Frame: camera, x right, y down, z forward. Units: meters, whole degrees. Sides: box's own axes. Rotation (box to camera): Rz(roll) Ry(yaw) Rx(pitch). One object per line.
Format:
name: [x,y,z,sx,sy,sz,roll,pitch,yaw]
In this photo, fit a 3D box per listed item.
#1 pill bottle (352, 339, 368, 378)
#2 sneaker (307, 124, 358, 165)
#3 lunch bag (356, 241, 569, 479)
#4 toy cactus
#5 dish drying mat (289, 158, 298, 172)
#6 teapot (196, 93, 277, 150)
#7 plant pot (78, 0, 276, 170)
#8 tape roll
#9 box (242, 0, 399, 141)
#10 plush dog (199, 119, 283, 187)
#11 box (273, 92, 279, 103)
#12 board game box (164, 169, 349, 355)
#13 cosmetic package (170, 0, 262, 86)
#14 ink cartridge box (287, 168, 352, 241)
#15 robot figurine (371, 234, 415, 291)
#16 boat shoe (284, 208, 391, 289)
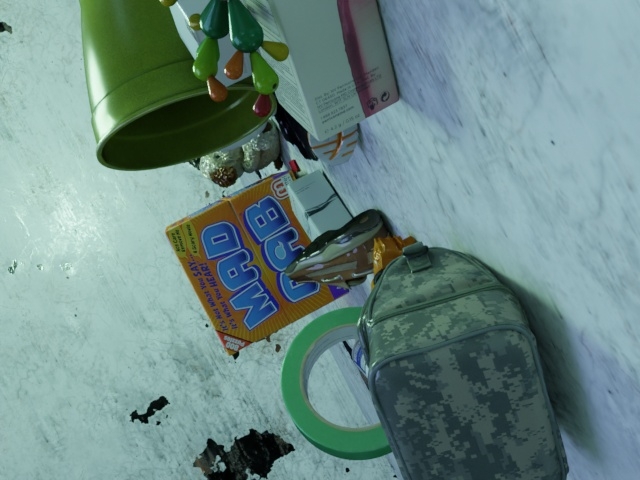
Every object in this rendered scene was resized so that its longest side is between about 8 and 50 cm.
pill bottle: [0.157,0.308,1.736,0.112,0.112,0.186,65,171,-16]
sneaker: [0.004,-0.225,1.136,0.083,0.084,0.215,-106,-3,-62]
lunch bag: [0.182,0.181,0.928,0.256,0.212,0.305,-86,-25,-63]
toy cactus: [-0.103,-0.263,0.778,0.219,0.112,0.180,60,152,22]
dish drying mat: [-0.071,-0.199,1.843,0.032,0.008,0.083,64,172,-6]
teapot: [-0.198,-0.327,1.659,0.253,0.186,0.256,102,170,-48]
plant pot: [-0.320,-0.374,1.381,0.366,0.366,0.353,117,133,-79]
tape roll: [0.077,0.303,1.489,0.321,0.321,0.077,57,170,28]
box: [-0.008,-0.270,0.865,0.149,0.126,0.232,51,166,48]
plush dog: [-0.231,-0.242,1.919,0.262,0.225,0.211,52,167,48]
box: [-0.116,-0.378,1.388,0.225,0.036,0.136,56,174,-19]
board game box: [-0.187,0.045,1.903,0.357,0.356,0.356,64,171,-8]
cosmetic package: [-0.135,-0.370,1.107,0.151,0.183,0.151,58,170,28]
ink cartridge box: [0.015,-0.036,1.576,0.208,0.086,0.153,57,170,22]
robot figurine: [0.142,0.150,1.149,0.211,0.085,0.291,-117,19,-67]
boat shoe: [0.037,0.045,1.367,0.120,0.122,0.324,50,150,-7]
